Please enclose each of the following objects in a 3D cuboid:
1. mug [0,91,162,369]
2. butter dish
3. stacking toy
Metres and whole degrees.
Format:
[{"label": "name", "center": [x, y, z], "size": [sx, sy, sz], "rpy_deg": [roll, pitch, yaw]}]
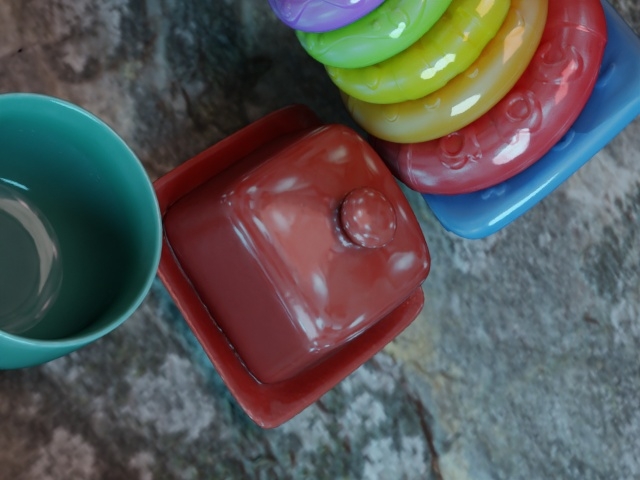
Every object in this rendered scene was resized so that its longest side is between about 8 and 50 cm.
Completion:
[{"label": "mug", "center": [-0.168, -0.009, 0.725], "size": [0.157, 0.097, 0.129], "rpy_deg": [50, 56, -9]}, {"label": "butter dish", "center": [0.000, 0.000, 0.817], "size": [0.160, 0.118, 0.160], "rpy_deg": [-34, 94, -35]}, {"label": "stacking toy", "center": [0.035, -0.146, 0.789], "size": [0.302, 0.166, 0.175], "rpy_deg": [35, 21, -42]}]
